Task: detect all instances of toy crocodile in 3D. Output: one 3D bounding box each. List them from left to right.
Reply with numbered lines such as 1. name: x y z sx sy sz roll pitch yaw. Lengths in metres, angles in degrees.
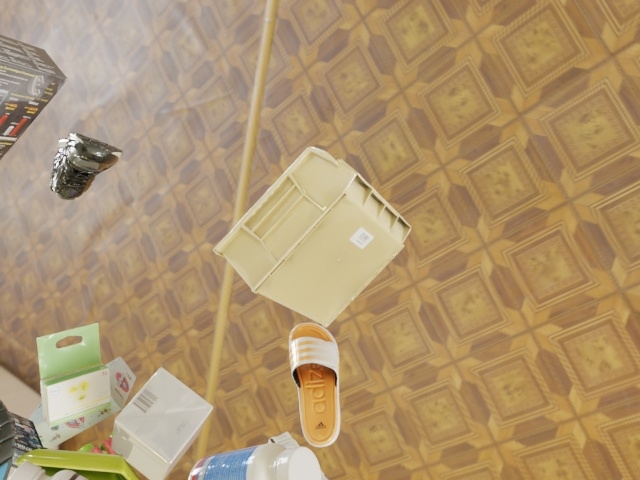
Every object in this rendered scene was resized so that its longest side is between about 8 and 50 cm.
1. toy crocodile: -0.595 0.606 1.886 0.115 0.340 0.105 45 128 15

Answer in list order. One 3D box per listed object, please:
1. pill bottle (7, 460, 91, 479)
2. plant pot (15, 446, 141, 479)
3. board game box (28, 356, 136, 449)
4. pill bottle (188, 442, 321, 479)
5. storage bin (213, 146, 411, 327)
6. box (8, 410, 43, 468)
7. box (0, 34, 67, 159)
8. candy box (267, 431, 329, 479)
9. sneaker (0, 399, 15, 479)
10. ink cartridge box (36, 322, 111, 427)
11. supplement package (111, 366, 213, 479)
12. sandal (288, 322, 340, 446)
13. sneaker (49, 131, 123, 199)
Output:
1. pill bottle: -0.314 0.363 0.833 0.193 0.108 0.108 28 116 -2
2. plant pot: -0.430 0.493 1.134 0.227 0.207 0.228 3 143 5
3. board game box: -0.737 0.504 1.989 0.303 0.224 0.097 -30 103 2
4. pill bottle: -0.114 0.422 1.131 0.221 0.124 0.124 -22 84 31
5. storage bin: 0.000 0.000 1.162 0.260 0.262 0.123 -47 54 5
6. box: -0.828 0.510 1.703 0.051 0.220 0.175 -46 47 -6
7. box: -0.550 -0.196 0.922 0.242 0.307 0.076 -43 79 16
8. candy box: -0.080 0.646 1.749 0.196 0.070 0.165 39 120 36
9. sneaker: -0.629 0.332 1.173 0.139 0.125 0.341 -60 43 39
10. ink cartridge box: -0.650 0.354 1.723 0.056 0.171 0.235 20 113 44
11. supplement package: -0.421 0.493 1.704 0.175 0.177 0.293 36 144 4
12. sandal: -0.007 0.269 1.290 0.102 0.076 0.265 -10 54 0
13. sneaker: -0.477 -0.137 1.304 0.283 0.107 0.124 6 77 61
